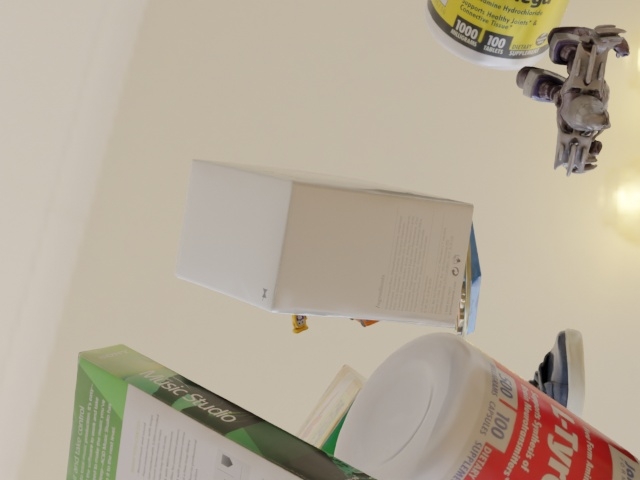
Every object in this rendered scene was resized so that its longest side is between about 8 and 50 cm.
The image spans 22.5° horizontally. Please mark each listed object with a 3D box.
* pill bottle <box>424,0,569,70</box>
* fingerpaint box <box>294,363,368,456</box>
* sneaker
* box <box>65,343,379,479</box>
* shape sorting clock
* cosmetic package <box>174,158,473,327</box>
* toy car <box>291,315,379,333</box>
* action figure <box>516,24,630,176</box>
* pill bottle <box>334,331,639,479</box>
[{"bbox_3d":[0.271,-0.410,2.164,0.188,0.188,0.334,-58,-10,-48],"label":"pill bottle"},{"bbox_3d":[-0.021,0.400,2.127,0.445,0.163,0.371,-54,2,-2],"label":"fingerpaint box"},{"bbox_3d":[0.303,0.275,2.417,0.131,0.148,0.350,-78,-2,-58],"label":"sneaker"},{"bbox_3d":[-0.097,0.249,1.350,0.058,0.322,0.232,-10,-65,-47],"label":"box"},{"bbox_3d":[0.216,0.050,2.484,0.206,0.040,0.206,177,90,-87],"label":"shape sorting clock"},{"bbox_3d":[0.000,0.000,1.689,0.225,0.224,0.138,5,-84,-32],"label":"cosmetic package"},{"bbox_3d":[0.022,0.098,2.140,0.060,0.122,0.040,-123,19,-65],"label":"toy car"},{"bbox_3d":[0.321,-0.187,1.986,0.285,0.099,0.185,-94,23,-67],"label":"action figure"},{"bbox_3d":[0.233,0.296,1.838,0.408,0.229,0.229,34,-125,-22],"label":"pill bottle"}]
